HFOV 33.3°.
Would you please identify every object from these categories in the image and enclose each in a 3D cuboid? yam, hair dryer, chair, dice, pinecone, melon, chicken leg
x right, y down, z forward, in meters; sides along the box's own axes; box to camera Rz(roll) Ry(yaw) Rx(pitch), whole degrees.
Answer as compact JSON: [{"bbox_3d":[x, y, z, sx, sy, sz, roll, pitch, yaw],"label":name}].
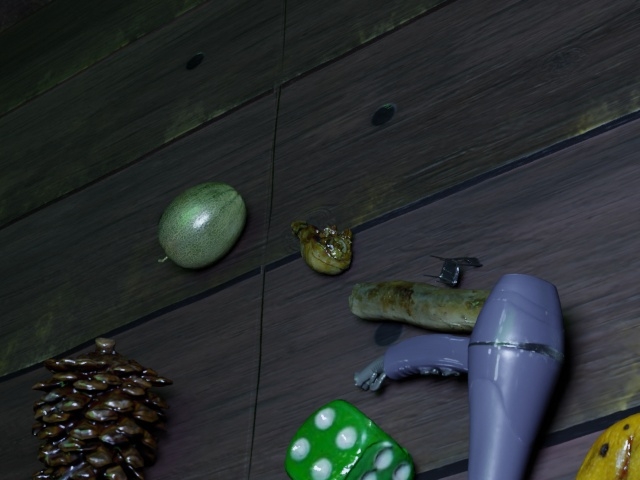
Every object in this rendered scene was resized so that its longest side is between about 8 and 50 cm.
[{"bbox_3d":[0.171,0.096,1.542,0.317,0.071,0.067,3,92,43],"label":"yam"},{"bbox_3d":[0.164,0.203,1.427,0.361,0.121,0.301,-7,66,55],"label":"hair dryer"},{"bbox_3d":[0.195,0.045,1.581,0.037,0.086,0.042,28,111,52],"label":"chair"},{"bbox_3d":[0.040,0.298,1.413,0.128,0.131,0.120,-49,38,-11],"label":"dice"},{"bbox_3d":[-0.352,0.292,1.709,0.224,0.224,0.273,-11,72,35],"label":"pinecone"},{"bbox_3d":[-0.220,-0.023,1.947,0.192,0.139,0.139,-43,37,0],"label":"melon"},{"bbox_3d":[0.000,0.000,1.796,0.093,0.070,0.178,-41,27,-7],"label":"chicken leg"}]

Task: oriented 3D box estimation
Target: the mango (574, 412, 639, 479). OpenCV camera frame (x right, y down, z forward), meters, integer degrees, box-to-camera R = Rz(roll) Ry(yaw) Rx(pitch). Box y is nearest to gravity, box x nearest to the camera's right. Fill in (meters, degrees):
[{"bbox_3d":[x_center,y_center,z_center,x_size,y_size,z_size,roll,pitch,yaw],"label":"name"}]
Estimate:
[{"bbox_3d":[0.340,0.318,1.133,0.177,0.120,0.295,-10,48,38],"label":"mango"}]
